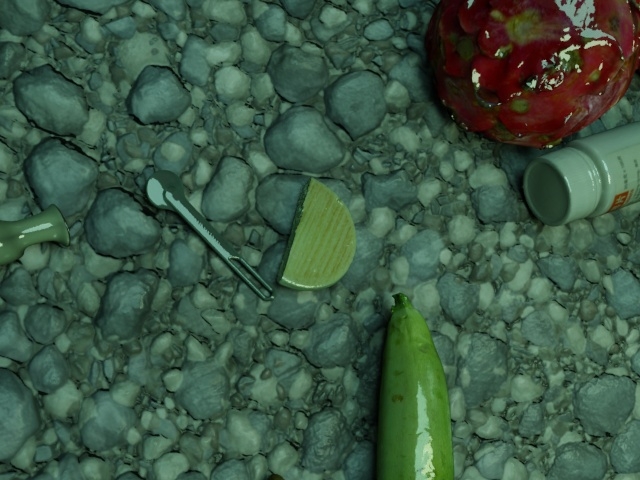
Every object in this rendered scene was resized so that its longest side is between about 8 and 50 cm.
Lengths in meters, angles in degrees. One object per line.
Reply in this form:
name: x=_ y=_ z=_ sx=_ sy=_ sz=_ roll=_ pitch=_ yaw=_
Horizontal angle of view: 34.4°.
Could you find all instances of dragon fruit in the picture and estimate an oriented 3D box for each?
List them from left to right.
dragon fruit: x=0.365 y=-0.353 z=1.724 sx=0.386 sy=0.249 sz=0.371 roll=6 pitch=82 yaw=8

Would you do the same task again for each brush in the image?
brush: x=-0.167 y=-0.002 z=1.586 sx=0.266 sy=0.027 sz=0.062 roll=46 pitch=64 yaw=-7

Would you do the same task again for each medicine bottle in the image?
medicine bottle: x=0.487 y=-0.118 z=1.808 sx=0.252 sy=0.144 sz=0.144 roll=-16 pitch=80 yaw=-27

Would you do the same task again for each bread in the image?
bread: x=0.002 y=0.005 z=1.642 sx=0.112 sy=0.036 sz=0.193 roll=24 pitch=63 yaw=-18

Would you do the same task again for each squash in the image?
squash: x=0.144 y=0.261 z=1.573 sx=0.118 sy=0.118 sz=0.371 roll=9 pitch=68 yaw=-19

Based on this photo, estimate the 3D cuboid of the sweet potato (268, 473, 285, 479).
sweet potato: x=0.009 y=0.448 z=1.487 sx=0.269 sy=0.075 sz=0.075 roll=43 pitch=63 yaw=11

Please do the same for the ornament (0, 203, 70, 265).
ornament: x=-0.439 y=-0.001 z=1.452 sx=0.156 sy=0.081 sz=0.075 roll=-17 pitch=47 yaw=-28
